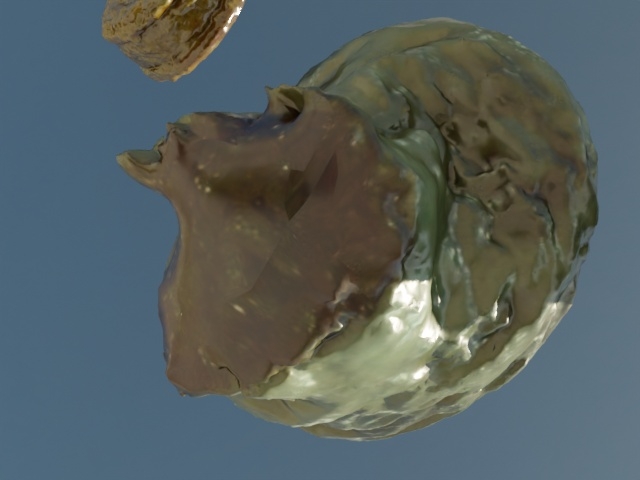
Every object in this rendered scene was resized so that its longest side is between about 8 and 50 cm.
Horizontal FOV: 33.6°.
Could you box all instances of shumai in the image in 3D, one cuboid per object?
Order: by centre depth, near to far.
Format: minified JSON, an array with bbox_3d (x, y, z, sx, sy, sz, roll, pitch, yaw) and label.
[{"bbox_3d":[0.000,0.000,0.818,0.397,0.323,0.324,-38,-105,27],"label":"shumai"}]

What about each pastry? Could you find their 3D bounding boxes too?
[{"bbox_3d":[-0.165,-0.277,1.213,0.189,0.103,0.188,-34,-143,30],"label":"pastry"}]
